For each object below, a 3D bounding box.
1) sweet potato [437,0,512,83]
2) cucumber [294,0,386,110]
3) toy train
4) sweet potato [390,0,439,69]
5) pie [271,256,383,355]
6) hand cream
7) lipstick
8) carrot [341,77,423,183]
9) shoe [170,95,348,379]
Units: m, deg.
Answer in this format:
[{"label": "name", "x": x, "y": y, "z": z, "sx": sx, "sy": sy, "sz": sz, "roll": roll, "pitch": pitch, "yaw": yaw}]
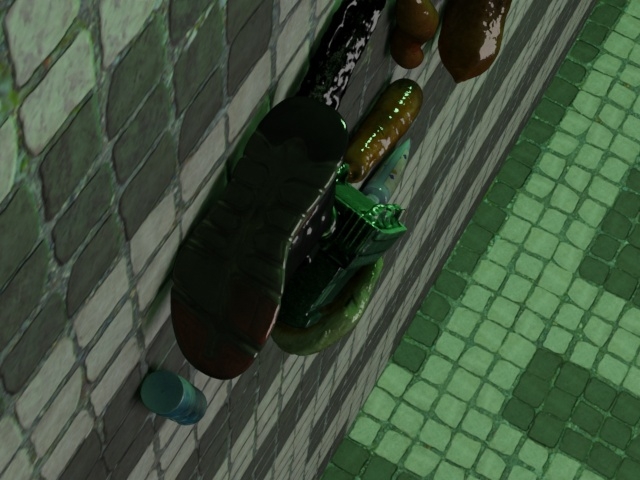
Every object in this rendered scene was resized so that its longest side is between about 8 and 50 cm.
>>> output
[{"label": "sweet potato", "x": 0.231, "y": -0.360, "z": 1.952, "sx": 0.097, "sy": 0.097, "sz": 0.292, "roll": -49, "pitch": 155, "yaw": -52}, {"label": "cucumber", "x": 0.020, "y": -0.196, "z": 1.430, "sx": 0.181, "sy": 0.053, "sz": 0.053, "roll": -64, "pitch": 170, "yaw": -3}, {"label": "toy train", "x": 0.000, "y": 0.000, "z": 1.638, "sx": 0.178, "sy": 0.138, "sz": 0.330, "roll": -54, "pitch": 173, "yaw": 6}, {"label": "sweet potato", "x": 0.117, "y": -0.265, "z": 1.706, "sx": 0.202, "sy": 0.058, "sz": 0.055, "roll": 85, "pitch": 14, "yaw": -70}, {"label": "pie", "x": 0.008, "y": 0.074, "z": 1.823, "sx": 0.187, "sy": 0.041, "sz": 0.187, "roll": -34, "pitch": -151, "yaw": 22}, {"label": "hand cream", "x": 0.100, "y": -0.094, "z": 2.112, "sx": 0.170, "sy": 0.043, "sz": 0.065, "roll": -57, "pitch": 170, "yaw": -51}, {"label": "lipstick", "x": -0.159, "y": 0.174, "z": 1.506, "sx": 0.048, "sy": 0.048, "sz": 0.158, "roll": -61, "pitch": 170, "yaw": -9}, {"label": "carrot", "x": 0.079, "y": -0.144, "z": 1.834, "sx": 0.186, "sy": 0.060, "sz": 0.060, "roll": -54, "pitch": 167, "yaw": -28}, {"label": "shoe", "x": -0.062, "y": -0.002, "z": 1.381, "sx": 0.137, "sy": 0.114, "sz": 0.291, "roll": 86, "pitch": 29, "yaw": -81}]
